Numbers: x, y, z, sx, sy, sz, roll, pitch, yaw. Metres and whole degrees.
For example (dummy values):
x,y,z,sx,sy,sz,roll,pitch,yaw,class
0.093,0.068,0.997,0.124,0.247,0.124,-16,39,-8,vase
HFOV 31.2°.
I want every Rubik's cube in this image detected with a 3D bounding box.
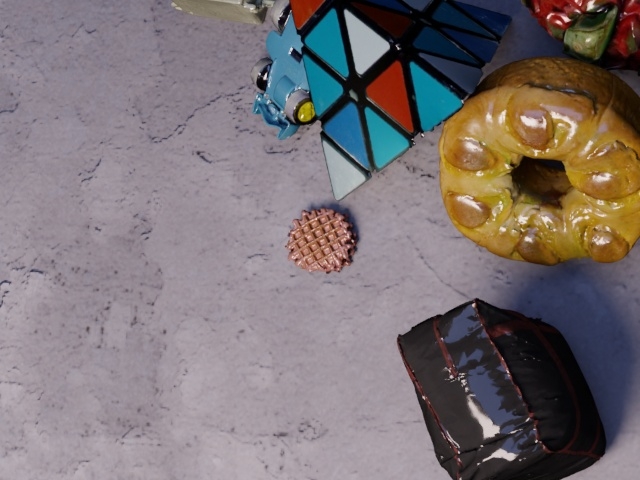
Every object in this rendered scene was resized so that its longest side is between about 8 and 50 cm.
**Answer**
x,y,z,sx,sy,sz,roll,pitch,yaw,class
0.033,-0.151,1.226,0.250,0.284,0.234,25,121,-1,Rubik's cube

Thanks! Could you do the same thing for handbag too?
x,y,z,sx,sy,sz,roll,pitch,yaw,class
0.176,0.150,1.112,0.155,0.215,0.169,-27,67,21,handbag

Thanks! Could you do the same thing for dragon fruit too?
x,y,z,sx,sy,sz,roll,pitch,yaw,class
0.335,-0.297,1.163,0.234,0.234,0.293,39,79,22,dragon fruit

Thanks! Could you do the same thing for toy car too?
x,y,z,sx,sy,sz,roll,pitch,yaw,class
-0.004,-0.197,1.325,0.126,0.098,0.161,47,123,43,toy car

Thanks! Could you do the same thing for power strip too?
x,y,z,sx,sy,sz,roll,pitch,yaw,class
-0.104,-0.293,1.377,0.175,0.075,0.042,12,83,20,power strip

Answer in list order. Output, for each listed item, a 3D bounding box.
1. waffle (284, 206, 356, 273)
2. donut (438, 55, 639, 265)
x,y,z,sx,sy,sz,roll,pitch,yaw,class
0.000,0.000,1.302,0.083,0.029,0.075,8,81,23,waffle
0.230,-0.076,1.149,0.227,0.226,0.114,10,43,21,donut
